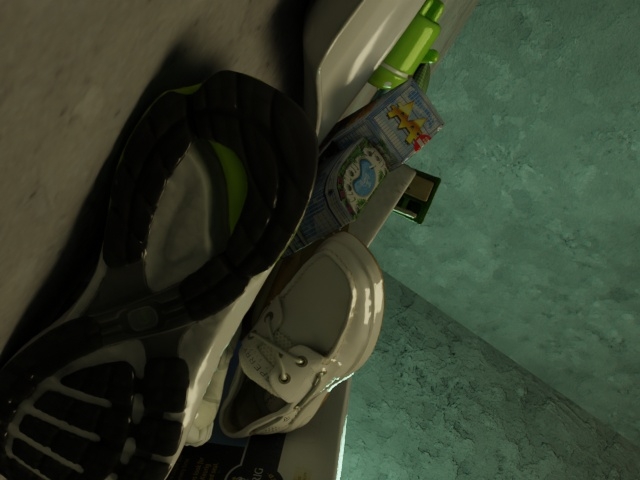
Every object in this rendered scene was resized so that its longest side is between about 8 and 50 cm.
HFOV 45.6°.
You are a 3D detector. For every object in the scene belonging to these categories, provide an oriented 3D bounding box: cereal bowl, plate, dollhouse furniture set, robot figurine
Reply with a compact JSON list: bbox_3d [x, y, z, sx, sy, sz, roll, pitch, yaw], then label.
[{"bbox_3d":[0.000,0.000,1.155,0.339,0.141,0.339,-57,177,-4],"label":"cereal bowl"},{"bbox_3d":[0.060,-0.216,0.597,0.278,0.045,0.277,-55,179,-5],"label":"plate"},{"bbox_3d":[0.182,-0.196,1.408,0.197,0.151,0.302,-27,140,-86],"label":"dollhouse furniture set"},{"bbox_3d":[0.081,-0.211,0.804,0.101,0.067,0.115,1,128,-54],"label":"robot figurine"}]

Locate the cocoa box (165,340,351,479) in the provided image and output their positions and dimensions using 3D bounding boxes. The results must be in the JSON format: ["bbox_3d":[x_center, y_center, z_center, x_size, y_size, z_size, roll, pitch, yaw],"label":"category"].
[{"bbox_3d":[-0.094,0.289,0.896,0.347,0.227,0.232,-74,170,-66],"label":"cocoa box"}]

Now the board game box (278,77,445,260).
[{"bbox_3d":[0.017,-0.071,0.743,0.194,0.060,0.194,-29,-164,38],"label":"board game box"}]

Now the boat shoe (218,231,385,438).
[{"bbox_3d":[-0.028,0.108,0.712,0.096,0.098,0.277,-16,144,-38],"label":"boat shoe"}]

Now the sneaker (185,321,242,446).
[{"bbox_3d":[-0.128,0.105,0.719,0.118,0.110,0.292,-63,-174,1],"label":"sneaker"}]

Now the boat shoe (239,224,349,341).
[{"bbox_3d":[-0.035,0.023,0.872,0.073,0.080,0.224,-5,-132,39],"label":"boat shoe"}]

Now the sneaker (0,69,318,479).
[{"bbox_3d":[-0.089,0.039,0.440,0.300,0.111,0.121,-54,-178,17],"label":"sneaker"}]
